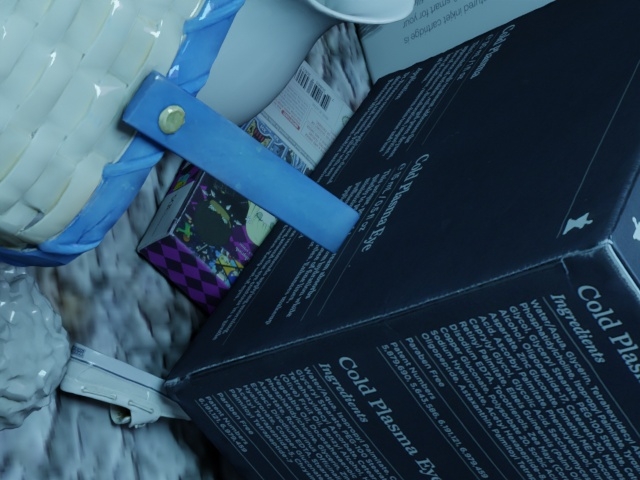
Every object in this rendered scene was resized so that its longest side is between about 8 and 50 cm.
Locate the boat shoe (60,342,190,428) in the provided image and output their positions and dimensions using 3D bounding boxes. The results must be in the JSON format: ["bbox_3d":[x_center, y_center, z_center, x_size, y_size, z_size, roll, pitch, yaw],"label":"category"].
[{"bbox_3d":[-0.111,0.093,0.801,0.100,0.035,0.035,30,79,-40],"label":"boat shoe"}]

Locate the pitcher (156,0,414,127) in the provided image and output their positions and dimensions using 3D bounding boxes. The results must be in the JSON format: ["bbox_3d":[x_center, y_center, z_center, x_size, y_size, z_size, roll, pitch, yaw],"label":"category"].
[{"bbox_3d":[-0.075,-0.144,0.812,0.177,0.207,0.125,21,58,-40],"label":"pitcher"}]

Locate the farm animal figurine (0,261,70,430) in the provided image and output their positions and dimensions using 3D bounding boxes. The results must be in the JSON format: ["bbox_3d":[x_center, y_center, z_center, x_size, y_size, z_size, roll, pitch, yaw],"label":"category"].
[{"bbox_3d":[-0.252,0.094,0.535,0.327,0.172,0.330,33,51,-34],"label":"farm animal figurine"}]

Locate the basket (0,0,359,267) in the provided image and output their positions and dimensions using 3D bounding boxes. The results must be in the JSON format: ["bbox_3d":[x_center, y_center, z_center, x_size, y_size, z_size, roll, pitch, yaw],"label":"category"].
[{"bbox_3d":[-0.130,-0.096,0.627,0.201,0.255,0.289,-56,147,-3],"label":"basket"}]

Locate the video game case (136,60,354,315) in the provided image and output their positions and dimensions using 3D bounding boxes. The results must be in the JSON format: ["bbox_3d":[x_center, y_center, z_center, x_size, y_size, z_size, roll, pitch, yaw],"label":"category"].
[{"bbox_3d":[0.000,0.000,0.954,0.232,0.042,0.210,44,45,-25],"label":"video game case"}]

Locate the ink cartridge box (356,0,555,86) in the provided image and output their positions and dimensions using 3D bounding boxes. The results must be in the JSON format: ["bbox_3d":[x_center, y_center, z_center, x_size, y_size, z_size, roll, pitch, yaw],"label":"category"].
[{"bbox_3d":[0.138,-0.231,1.072,0.129,0.223,0.307,-5,76,-49],"label":"ink cartridge box"}]

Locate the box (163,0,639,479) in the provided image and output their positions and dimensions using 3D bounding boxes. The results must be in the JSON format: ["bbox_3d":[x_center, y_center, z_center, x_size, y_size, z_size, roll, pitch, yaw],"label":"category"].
[{"bbox_3d":[0.132,0.005,0.823,0.179,0.312,0.343,51,45,-18],"label":"box"}]
